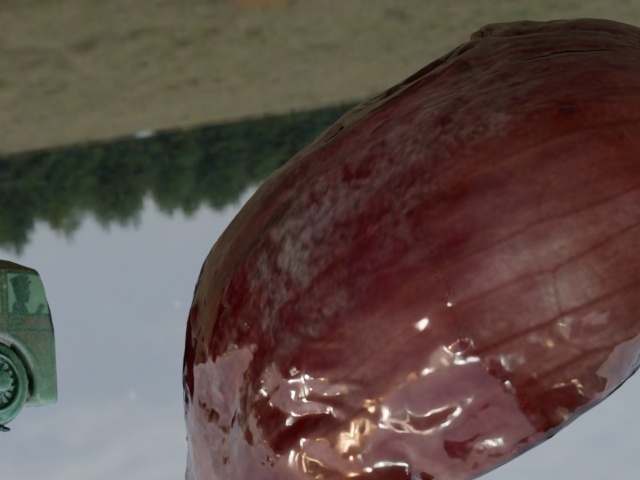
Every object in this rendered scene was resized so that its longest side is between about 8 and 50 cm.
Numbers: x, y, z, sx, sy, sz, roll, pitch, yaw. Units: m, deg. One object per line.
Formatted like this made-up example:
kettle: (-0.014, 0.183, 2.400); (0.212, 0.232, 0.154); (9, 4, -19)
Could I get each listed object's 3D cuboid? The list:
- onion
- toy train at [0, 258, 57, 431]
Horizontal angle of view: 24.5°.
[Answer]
onion: (0.020, 0.024, 0.531); (0.283, 0.120, 0.227); (-42, -177, 10)
toy train: (-0.368, 0.086, 1.207); (0.129, 0.159, 0.326); (-16, 166, 42)
